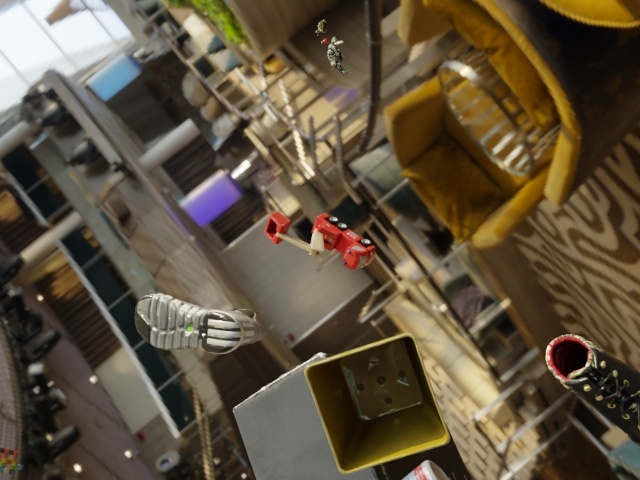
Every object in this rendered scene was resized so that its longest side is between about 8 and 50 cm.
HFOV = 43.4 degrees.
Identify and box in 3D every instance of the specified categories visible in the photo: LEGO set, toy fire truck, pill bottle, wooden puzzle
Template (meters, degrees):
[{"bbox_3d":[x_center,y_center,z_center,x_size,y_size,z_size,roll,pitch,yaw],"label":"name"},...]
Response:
[{"bbox_3d":[0.013,-0.260,1.100,0.083,0.023,0.054,52,159,25],"label":"LEGO set"},{"bbox_3d":[0.000,0.000,1.601,0.192,0.047,0.135,36,-144,23],"label":"toy fire truck"},{"bbox_3d":[0.146,0.446,1.333,0.087,0.160,0.087,47,-172,-8],"label":"pill bottle"},{"bbox_3d":[-0.643,0.447,1.629,0.083,0.006,0.049,21,-132,-27],"label":"wooden puzzle"}]

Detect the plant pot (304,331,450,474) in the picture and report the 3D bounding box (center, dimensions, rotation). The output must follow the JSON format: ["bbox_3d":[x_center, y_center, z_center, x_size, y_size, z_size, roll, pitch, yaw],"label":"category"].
[{"bbox_3d":[0.112,0.289,1.539,0.187,0.212,0.212,-34,-75,-82],"label":"plant pot"}]

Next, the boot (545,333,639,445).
[{"bbox_3d":[0.410,0.219,1.048,0.179,0.085,0.236,32,-172,-23],"label":"boot"}]

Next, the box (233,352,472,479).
[{"bbox_3d":[0.112,0.547,1.867,0.472,0.297,0.479,22,-141,-56],"label":"box"}]

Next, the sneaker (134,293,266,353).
[{"bbox_3d":[-0.186,0.139,1.305,0.229,0.086,0.132,10,-177,35],"label":"sneaker"}]
